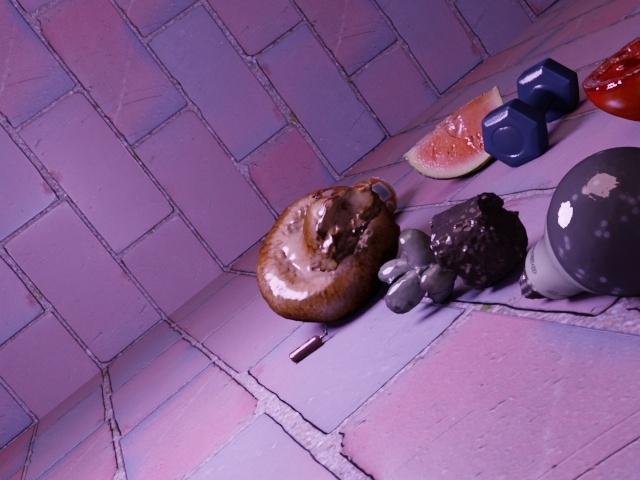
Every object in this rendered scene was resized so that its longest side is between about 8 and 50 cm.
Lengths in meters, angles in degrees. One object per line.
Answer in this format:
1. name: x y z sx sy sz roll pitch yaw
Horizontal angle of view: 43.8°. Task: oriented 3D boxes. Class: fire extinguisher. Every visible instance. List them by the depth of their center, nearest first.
1. fire extinguisher: -0.019 0.219 1.670 0.100 0.032 0.046 -36 -24 5

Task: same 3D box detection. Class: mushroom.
1. mushroom: -0.007 0.020 1.709 0.334 0.356 0.331 28 92 37

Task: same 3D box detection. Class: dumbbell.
1. dumbbell: 0.509 -0.311 1.917 0.325 0.160 0.144 -47 -17 -43

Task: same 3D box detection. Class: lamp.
1. lamp: 0.342 0.016 1.014 0.182 0.182 0.314 -47 -7 -44

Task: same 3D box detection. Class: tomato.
1. tomato: 0.619 -0.302 1.498 0.233 0.139 0.200 -38 13 -14

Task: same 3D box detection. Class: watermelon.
1. watermelon: 0.391 -0.247 2.106 0.303 0.159 0.128 -38 -20 9

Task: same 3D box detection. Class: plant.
1. plant: 0.213 0.031 1.361 0.274 0.149 0.146 -32 10 41

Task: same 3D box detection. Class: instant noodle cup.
1. instant noodle cup: 0.110 -0.084 2.206 0.193 0.193 0.212 -30 5 36

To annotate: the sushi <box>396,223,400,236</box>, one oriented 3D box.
1. sushi: 0.159 -0.006 2.000 0.118 0.061 0.060 -20 -12 -38
